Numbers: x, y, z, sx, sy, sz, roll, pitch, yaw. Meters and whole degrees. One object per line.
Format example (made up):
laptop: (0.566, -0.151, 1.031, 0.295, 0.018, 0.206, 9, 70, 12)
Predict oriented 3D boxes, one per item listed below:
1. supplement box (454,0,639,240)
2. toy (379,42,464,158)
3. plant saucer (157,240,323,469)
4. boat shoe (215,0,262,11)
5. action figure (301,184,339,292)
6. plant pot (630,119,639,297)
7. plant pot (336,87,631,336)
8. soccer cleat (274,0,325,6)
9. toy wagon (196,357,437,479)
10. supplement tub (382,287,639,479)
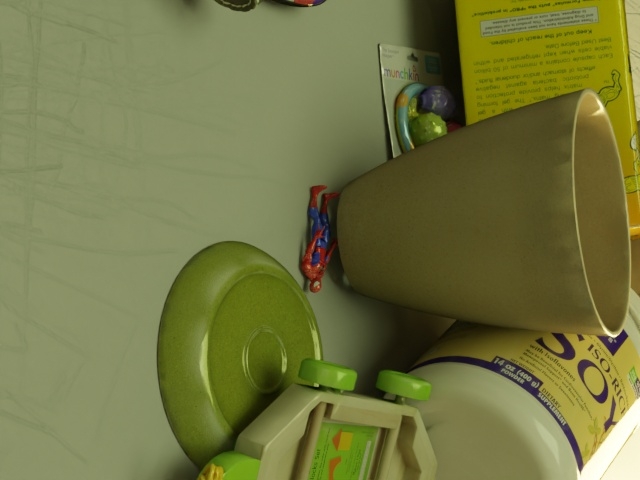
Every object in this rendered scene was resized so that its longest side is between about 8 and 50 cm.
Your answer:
supplement box: (0.278, -0.174, 1.837, 0.194, 0.195, 0.356, 15, 70, -76)
toy: (0.138, -0.114, 1.801, 0.137, 0.056, 0.237, 0, 85, -55)
plant saucer: (-0.065, 0.118, 1.499, 0.241, 0.037, 0.241, 13, 74, -53)
boat shoe: (-0.156, -0.302, 1.387, 0.305, 0.109, 0.091, 42, 52, -35)
action figure: (0.000, 0.000, 1.617, 0.038, 0.030, 0.115, 32, 61, -53)
plant pot: (0.437, -0.010, 2.020, 0.323, 0.323, 0.280, -21, 86, -53)
plant pot: (0.165, -0.016, 1.618, 0.256, 0.274, 0.256, -6, 90, -68)
soccer cleat: (-0.058, -0.338, 1.515, 0.318, 0.116, 0.108, 40, 54, -43)
toy wagon: (-0.014, 0.247, 1.473, 0.344, 0.068, 0.267, 15, 89, -47)
supplement tub: (0.229, 0.181, 1.721, 0.331, 0.241, 0.241, -40, 116, -49)
